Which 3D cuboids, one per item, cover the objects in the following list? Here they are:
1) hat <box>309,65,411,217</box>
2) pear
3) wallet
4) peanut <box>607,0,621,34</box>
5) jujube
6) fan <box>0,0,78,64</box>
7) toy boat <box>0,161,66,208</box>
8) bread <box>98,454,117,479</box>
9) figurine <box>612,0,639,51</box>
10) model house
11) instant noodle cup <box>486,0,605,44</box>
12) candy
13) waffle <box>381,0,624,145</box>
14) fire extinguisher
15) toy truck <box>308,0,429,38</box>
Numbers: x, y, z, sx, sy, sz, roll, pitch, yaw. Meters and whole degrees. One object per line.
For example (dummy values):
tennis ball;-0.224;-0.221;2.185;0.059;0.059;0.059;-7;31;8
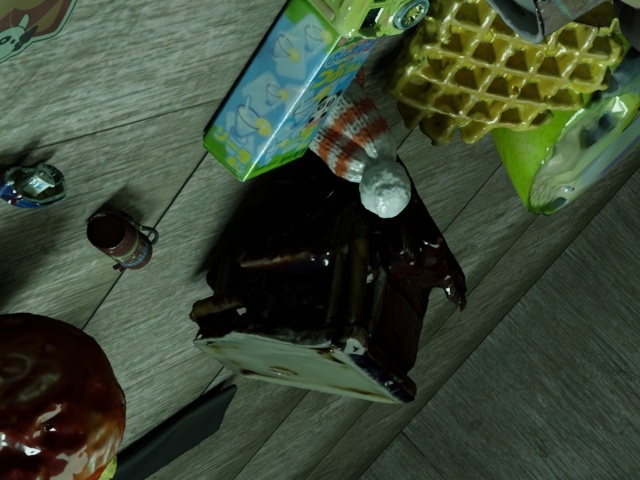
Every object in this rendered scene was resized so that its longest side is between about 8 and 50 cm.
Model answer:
hat;0.035;-0.093;1.689;0.093;0.162;0.112;-35;161;-19
pear;0.329;-0.218;2.133;0.399;0.165;0.399;-40;166;-12
wallet;-0.215;0.277;2.382;0.244;0.025;0.124;-32;162;-36
peanut;0.345;-0.318;1.913;0.325;0.153;0.140;-32;167;-17
jujube;-0.305;0.172;1.493;0.290;0.197;0.197;-27;165;-5
fan;-0.181;-0.180;1.129;0.132;0.009;0.220;-32;163;-40
toy boat;-0.220;-0.044;1.370;0.038;0.038;0.083;-48;165;20
bread;-0.323;0.248;1.735;0.270;0.148;0.270;-42;171;-9
figurine;0.229;-0.250;1.320;0.248;0.380;0.203;-115;-133;-74
model house;0.000;0.000;1.876;0.317;0.297;0.282;43;62;-62
instant noodle cup;0.218;-0.295;1.524;0.207;0.217;0.217;-36;166;-3
candy;-0.020;-0.146;1.586;0.097;0.062;0.194;-25;157;-50
waffle;0.185;-0.172;1.842;0.229;0.057;0.219;12;137;-24
fire extinguisher;-0.179;0.001;1.629;0.056;0.039;0.132;-34;166;1
toy truck;0.049;-0.248;1.427;0.116;0.085;0.191;-18;149;-41
